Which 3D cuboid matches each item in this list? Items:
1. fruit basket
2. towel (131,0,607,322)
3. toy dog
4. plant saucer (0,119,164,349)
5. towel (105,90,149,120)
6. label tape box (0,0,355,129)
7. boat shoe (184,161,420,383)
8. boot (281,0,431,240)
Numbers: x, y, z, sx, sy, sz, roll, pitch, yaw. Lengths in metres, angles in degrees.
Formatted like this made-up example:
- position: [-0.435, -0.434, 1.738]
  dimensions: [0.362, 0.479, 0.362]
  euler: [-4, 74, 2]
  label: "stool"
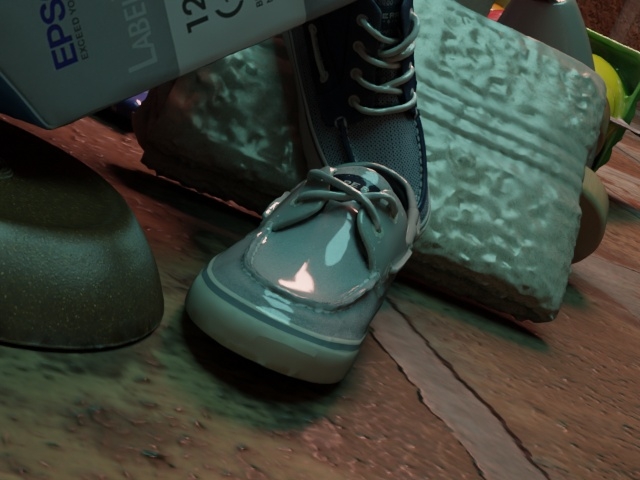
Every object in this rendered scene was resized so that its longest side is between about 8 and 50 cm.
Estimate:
- position: [0.202, -0.178, 1.459]
  dimensions: [0.327, 0.165, 0.353]
  euler: [32, 18, 26]
  label: "fruit basket"
- position: [0.038, -0.075, 0.816]
  dimensions: [0.282, 0.187, 0.049]
  euler: [23, -28, -11]
  label: "towel"
- position: [0.118, -0.142, 0.982]
  dimensions: [0.161, 0.333, 0.220]
  euler: [-6, 14, 17]
  label: "toy dog"
- position: [-0.150, -0.021, 0.540]
  dimensions: [0.199, 0.036, 0.198]
  euler: [23, 15, -6]
  label: "plant saucer"
- position: [-0.220, -0.175, 0.976]
  dimensions: [0.336, 0.040, 0.243]
  euler: [28, 15, 12]
  label: "towel"
- position: [-0.155, -0.140, 0.633]
  dimensions: [0.348, 0.115, 0.249]
  euler: [-31, 33, -32]
  label: "label tape box"
- position: [0.001, 0.000, 0.620]
  dimensions: [0.079, 0.081, 0.227]
  euler: [26, 14, 6]
  label: "boat shoe"
- position: [0.026, -0.094, 0.740]
  dimensions: [0.069, 0.086, 0.190]
  euler: [-13, 74, -26]
  label: "boot"
